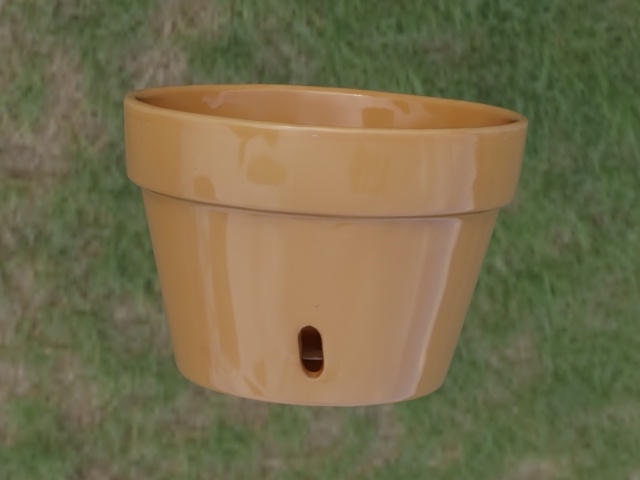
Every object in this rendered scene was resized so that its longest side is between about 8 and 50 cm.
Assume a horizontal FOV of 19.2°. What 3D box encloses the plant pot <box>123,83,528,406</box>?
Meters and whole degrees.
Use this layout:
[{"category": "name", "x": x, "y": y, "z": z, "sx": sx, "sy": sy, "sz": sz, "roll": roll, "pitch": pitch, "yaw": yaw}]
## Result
[{"category": "plant pot", "x": 0.000, "y": 0.000, "z": 1.379, "sx": 0.291, "sy": 0.291, "sz": 0.203, "roll": 2, "pitch": 99, "yaw": -5}]
